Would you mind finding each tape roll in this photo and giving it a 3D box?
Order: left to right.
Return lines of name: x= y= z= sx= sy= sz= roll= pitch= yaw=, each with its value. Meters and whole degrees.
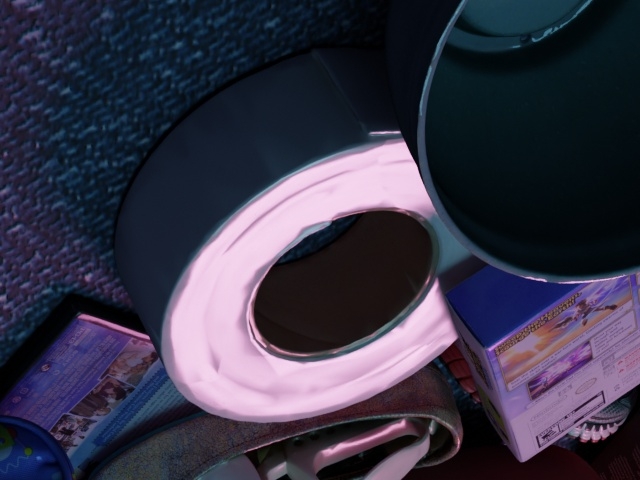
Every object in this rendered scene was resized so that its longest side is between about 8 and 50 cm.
tape roll: x=0.000 y=0.000 z=1.352 sx=0.286 sy=0.100 sz=0.286 roll=-18 pitch=140 yaw=-15

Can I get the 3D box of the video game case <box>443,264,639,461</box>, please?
video game case: x=0.235 y=0.036 z=1.446 sx=0.269 sy=0.061 sz=0.244 roll=-34 pitch=152 yaw=-5

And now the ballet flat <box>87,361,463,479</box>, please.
ballet flat: x=-0.028 y=0.177 z=1.487 sx=0.316 sy=0.106 sz=0.107 roll=-20 pitch=140 yaw=-14

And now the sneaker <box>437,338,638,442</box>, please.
sneaker: x=0.206 y=0.109 z=1.615 sx=0.225 sy=0.088 sz=0.093 roll=18 pitch=119 yaw=-45

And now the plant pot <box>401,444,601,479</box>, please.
plant pot: x=0.090 y=0.301 z=1.630 sx=0.243 sy=0.275 sz=0.275 roll=8 pitch=128 yaw=-28

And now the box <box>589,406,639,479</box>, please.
box: x=0.377 y=0.200 z=1.698 sx=0.191 sy=0.143 sz=0.381 roll=-17 pitch=157 yaw=-18

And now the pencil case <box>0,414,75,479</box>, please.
pencil case: x=-0.242 y=0.257 z=1.421 sx=0.119 sy=0.133 sz=0.306 roll=-11 pitch=146 yaw=-15

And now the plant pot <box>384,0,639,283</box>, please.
plant pot: x=0.163 y=-0.148 z=1.198 sx=0.293 sy=0.196 sz=0.293 roll=-11 pitch=128 yaw=-15

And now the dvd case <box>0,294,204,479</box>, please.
dvd case: x=-0.154 y=0.139 z=1.466 sx=0.180 sy=0.022 sz=0.253 roll=-47 pitch=139 yaw=18
